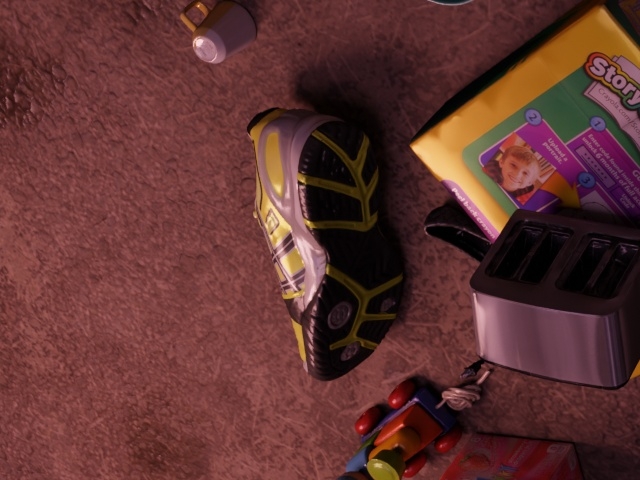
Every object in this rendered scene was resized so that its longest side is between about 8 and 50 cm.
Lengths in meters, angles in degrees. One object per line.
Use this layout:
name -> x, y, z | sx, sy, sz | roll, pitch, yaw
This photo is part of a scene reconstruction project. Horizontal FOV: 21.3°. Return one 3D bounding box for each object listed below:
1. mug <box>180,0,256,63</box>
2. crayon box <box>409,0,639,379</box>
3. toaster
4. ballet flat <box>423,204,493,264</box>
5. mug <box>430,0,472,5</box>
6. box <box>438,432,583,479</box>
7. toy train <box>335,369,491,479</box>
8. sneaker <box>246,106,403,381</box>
mug -> -0.125, -0.241, 2.000 | 0.078, 0.064, 0.062 | 18, 133, 25
crayon box -> 0.322, -0.058, 1.783 | 0.363, 0.106, 0.313 | 48, 136, -7
toaster -> 0.248, 0.060, 1.718 | 0.168, 0.185, 0.110 | 11, 134, 29
ballet flat -> 0.196, 0.018, 1.979 | 0.173, 0.049, 0.057 | 31, 137, 13
mug -> 0.135, -0.327, 1.712 | 0.129, 0.097, 0.157 | -3, 120, 39
box -> 0.200, 0.385, 2.086 | 0.154, 0.300, 0.142 | 2, 124, 35
toy train -> 0.112, 0.253, 2.162 | 0.105, 0.143, 0.248 | 44, 138, -2
sneaker -> 0.000, 0.000, 2.074 | 0.147, 0.145, 0.384 | 33, 139, 42
